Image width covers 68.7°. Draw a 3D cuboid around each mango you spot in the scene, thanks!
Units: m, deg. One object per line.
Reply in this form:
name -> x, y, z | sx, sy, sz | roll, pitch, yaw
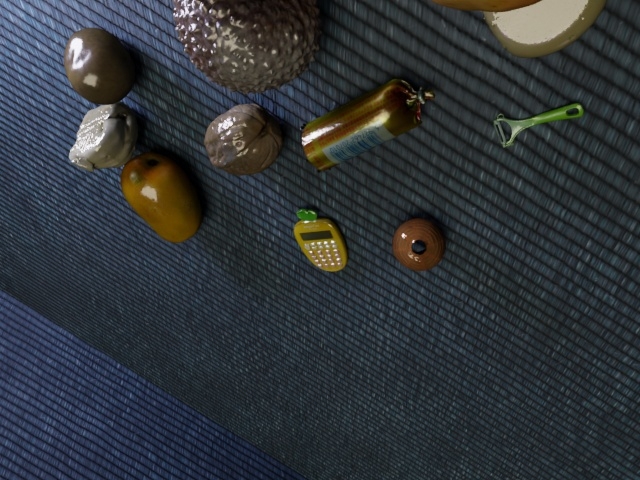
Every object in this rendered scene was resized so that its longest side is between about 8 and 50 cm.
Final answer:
mango -> -0.470, -0.119, 1.416 | 0.211, 0.173, 0.317 | 5, 135, 23

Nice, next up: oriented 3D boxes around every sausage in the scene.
sausage -> 0.105, -0.269, 1.049 | 0.317, 0.117, 0.125 | -20, 92, 34

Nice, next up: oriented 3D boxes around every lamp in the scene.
lamp -> 0.250, 0.011, 1.192 | 0.136, 0.136, 0.136 | 14, 131, 16

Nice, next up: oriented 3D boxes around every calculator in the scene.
calculator -> 0.000, 0.000, 1.376 | 0.146, 0.032, 0.234 | -5, 126, 29

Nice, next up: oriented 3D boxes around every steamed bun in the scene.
steamed bun -> -0.599, -0.278, 1.336 | 0.218, 0.211, 0.144 | -12, 145, 31

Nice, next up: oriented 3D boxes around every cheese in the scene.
cheese -> 0.394, -0.418, 0.798 | 0.202, 0.091, 0.175 | -31, 109, 38

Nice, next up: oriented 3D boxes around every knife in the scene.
knife -> 0.444, -0.247, 0.958 | 0.166, 0.022, 0.078 | -13, 127, 35

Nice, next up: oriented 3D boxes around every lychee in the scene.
lychee -> -0.147, -0.423, 0.927 | 0.300, 0.300, 0.300 | 14, 131, 16

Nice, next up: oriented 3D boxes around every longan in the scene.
longan -> -0.564, -0.444, 1.198 | 0.167, 0.167, 0.187 | -6, 111, 30

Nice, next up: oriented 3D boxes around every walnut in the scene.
walnut -> -0.200, -0.246, 1.185 | 0.230, 0.178, 0.178 | -13, 120, 40

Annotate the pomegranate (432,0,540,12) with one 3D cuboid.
pomegranate -> 0.235, -0.516, 0.593 | 0.412, 0.411, 0.411 | 14, 131, 16
